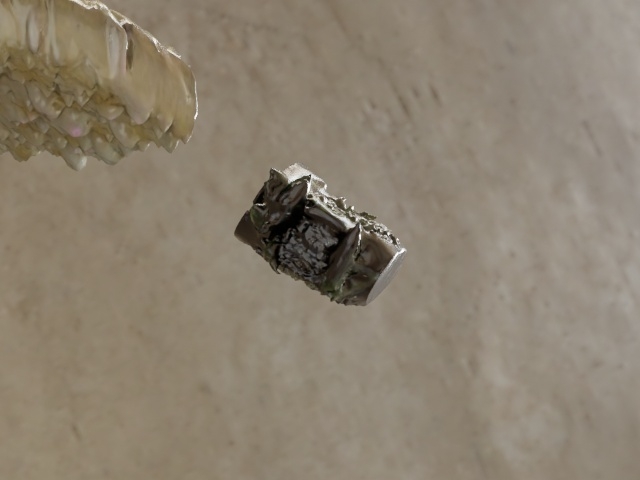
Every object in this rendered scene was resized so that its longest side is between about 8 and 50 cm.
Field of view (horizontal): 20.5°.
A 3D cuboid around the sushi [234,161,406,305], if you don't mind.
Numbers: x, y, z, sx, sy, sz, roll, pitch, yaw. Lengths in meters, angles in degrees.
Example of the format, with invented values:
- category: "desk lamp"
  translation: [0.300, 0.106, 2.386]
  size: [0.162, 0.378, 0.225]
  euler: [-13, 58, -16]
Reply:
- category: "sushi"
  translation: [0.000, 0.000, 0.968]
  size: [0.083, 0.056, 0.085]
  euler: [36, 4, 7]

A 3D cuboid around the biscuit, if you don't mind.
- category: "biscuit"
  translation: [-0.219, -0.122, 1.160]
  size: [0.179, 0.281, 0.084]
  euler: [43, 60, -44]
